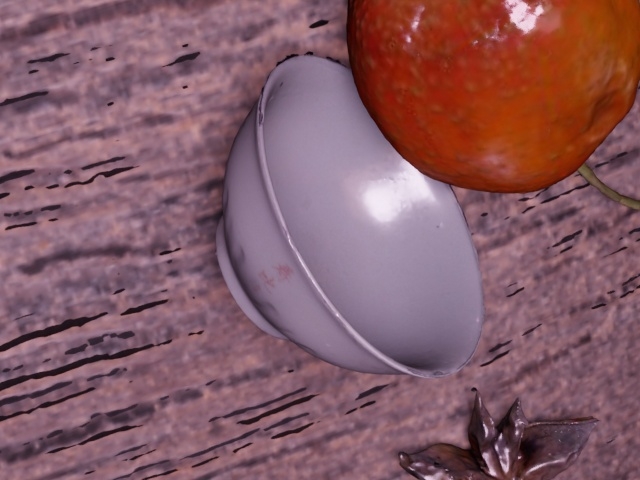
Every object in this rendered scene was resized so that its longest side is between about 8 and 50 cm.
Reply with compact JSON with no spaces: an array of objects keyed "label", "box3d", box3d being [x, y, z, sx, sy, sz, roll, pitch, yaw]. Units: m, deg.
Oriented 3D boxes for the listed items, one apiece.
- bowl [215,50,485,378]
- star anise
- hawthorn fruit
[{"label":"bowl","box3d":[0.000,0.000,0.791,0.086,0.189,0.189,-28,119,30]},{"label":"star anise","box3d":[0.119,0.143,0.907,0.129,0.056,0.124,-29,111,-14]},{"label":"hawthorn fruit","box3d":[0.122,-0.075,0.830,0.165,0.165,0.285,-44,136,-8]}]
